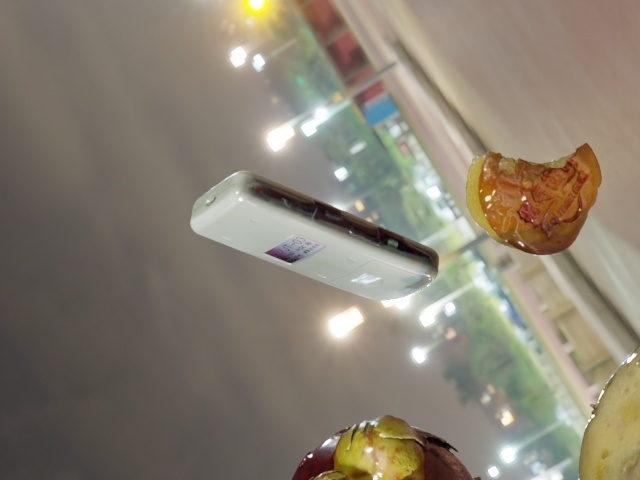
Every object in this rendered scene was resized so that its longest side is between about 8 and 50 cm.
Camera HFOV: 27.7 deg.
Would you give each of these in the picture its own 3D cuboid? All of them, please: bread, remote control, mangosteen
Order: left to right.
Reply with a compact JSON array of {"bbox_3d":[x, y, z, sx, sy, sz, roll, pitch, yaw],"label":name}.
[{"bbox_3d":[0.000,0.000,1.559,0.296,0.140,0.056,21,-115,-25],"label":"remote control"},{"bbox_3d":[0.045,0.210,0.948,0.166,0.166,0.180,60,-176,23],"label":"mangosteen"},{"bbox_3d":[0.248,-0.046,1.511,0.086,0.156,0.125,-178,83,-72],"label":"bread"}]

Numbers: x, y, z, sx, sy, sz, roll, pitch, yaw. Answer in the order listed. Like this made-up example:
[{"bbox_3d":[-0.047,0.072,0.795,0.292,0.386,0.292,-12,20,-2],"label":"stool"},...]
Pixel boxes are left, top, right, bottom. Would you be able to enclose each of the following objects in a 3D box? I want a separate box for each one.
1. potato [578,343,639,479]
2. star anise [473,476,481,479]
[{"bbox_3d":[0.284,0.195,0.961,0.141,0.191,0.296,27,-148,-15],"label":"potato"},{"bbox_3d":[0.073,0.291,1.180,0.088,0.288,0.288,62,-176,-8],"label":"star anise"}]
